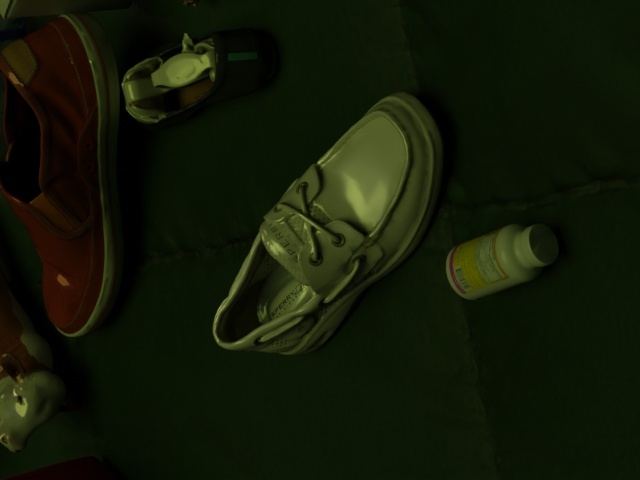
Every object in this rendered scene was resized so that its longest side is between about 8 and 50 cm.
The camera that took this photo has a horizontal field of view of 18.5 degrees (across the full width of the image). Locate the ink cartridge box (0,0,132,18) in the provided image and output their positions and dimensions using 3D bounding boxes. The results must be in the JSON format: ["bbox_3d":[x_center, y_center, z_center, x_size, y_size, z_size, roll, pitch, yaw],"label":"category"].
[{"bbox_3d":[-0.250,-0.287,1.702,0.190,0.140,0.082,55,132,24],"label":"ink cartridge box"}]

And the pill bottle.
[{"bbox_3d":[0.132,0.013,1.419,0.083,0.043,0.043,-22,82,48],"label":"pill bottle"}]

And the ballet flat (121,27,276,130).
[{"bbox_3d":[-0.123,-0.136,1.649,0.203,0.074,0.074,-14,88,49],"label":"ballet flat"}]

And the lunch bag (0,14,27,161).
[{"bbox_3d":[-0.370,-0.143,1.807,0.090,0.219,0.176,10,106,46],"label":"lunch bag"}]

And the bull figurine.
[{"bbox_3d":[-0.357,0.088,1.917,0.188,0.101,0.310,-31,66,17],"label":"bull figurine"}]

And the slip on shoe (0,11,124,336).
[{"bbox_3d":[-0.238,-0.049,1.742,0.123,0.101,0.331,49,147,41],"label":"slip on shoe"}]

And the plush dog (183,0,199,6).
[{"bbox_3d":[-0.164,-0.281,1.543,0.262,0.225,0.210,34,122,38],"label":"plush dog"}]

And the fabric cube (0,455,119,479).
[{"bbox_3d":[-0.246,0.386,1.763,0.258,0.259,0.254,36,123,35],"label":"fabric cube"}]

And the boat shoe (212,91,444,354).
[{"bbox_3d":[0.000,0.000,1.522,0.098,0.096,0.277,54,133,26],"label":"boat shoe"}]
